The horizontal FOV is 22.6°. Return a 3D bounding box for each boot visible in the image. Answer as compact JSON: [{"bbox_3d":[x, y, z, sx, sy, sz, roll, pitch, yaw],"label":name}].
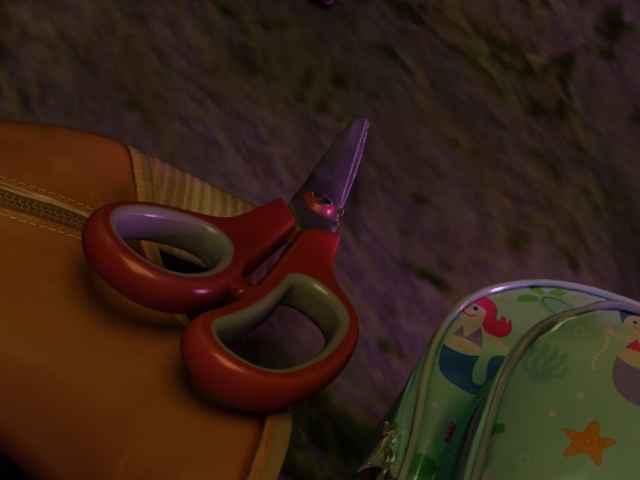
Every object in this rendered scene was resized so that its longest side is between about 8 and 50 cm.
[{"bbox_3d":[-0.127,0.042,0.607,0.220,0.109,0.283,18,41,-15],"label":"boot"}]

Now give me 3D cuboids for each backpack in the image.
[{"bbox_3d":[0.112,0.132,0.593,0.225,0.191,0.253,21,42,-3],"label":"backpack"}]

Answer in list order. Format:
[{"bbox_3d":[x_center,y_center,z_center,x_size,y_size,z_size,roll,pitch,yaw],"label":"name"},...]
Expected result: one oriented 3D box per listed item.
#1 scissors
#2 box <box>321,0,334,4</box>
[{"bbox_3d":[0.000,0.000,0.692,0.109,0.021,0.297,36,23,12],"label":"scissors"},{"bbox_3d":[-0.038,-0.274,0.886,0.203,0.168,0.167,24,46,0],"label":"box"}]
